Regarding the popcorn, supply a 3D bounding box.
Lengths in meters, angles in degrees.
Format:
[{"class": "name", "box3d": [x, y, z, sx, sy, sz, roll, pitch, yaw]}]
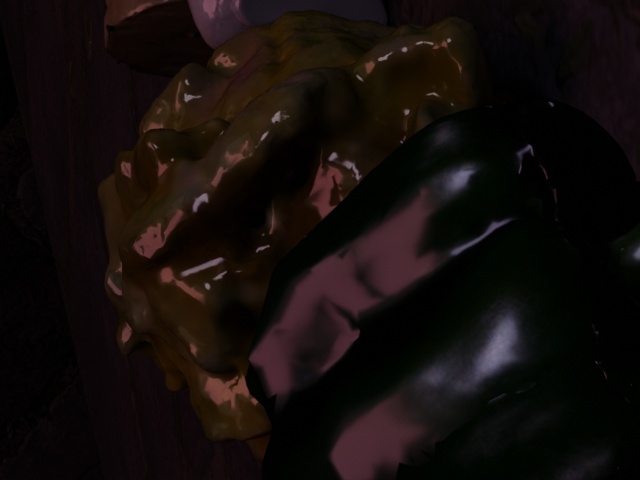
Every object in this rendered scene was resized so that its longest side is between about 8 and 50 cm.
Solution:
[{"class": "popcorn", "box3d": [0.000, 0.000, 0.927, 0.259, 0.212, 0.259, 166, 90, -82]}]

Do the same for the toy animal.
[{"class": "toy animal", "box3d": [-0.033, -0.168, 1.158, 0.182, 0.131, 0.127, 17, 107, 57]}]

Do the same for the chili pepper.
[{"class": "chili pepper", "box3d": [0.093, 0.034, 0.656, 0.165, 0.261, 0.174, 44, -156, -27]}]

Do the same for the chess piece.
[{"class": "chess piece", "box3d": [-0.111, -0.282, 1.419, 0.137, 0.137, 0.300, 118, 146, -68]}]
